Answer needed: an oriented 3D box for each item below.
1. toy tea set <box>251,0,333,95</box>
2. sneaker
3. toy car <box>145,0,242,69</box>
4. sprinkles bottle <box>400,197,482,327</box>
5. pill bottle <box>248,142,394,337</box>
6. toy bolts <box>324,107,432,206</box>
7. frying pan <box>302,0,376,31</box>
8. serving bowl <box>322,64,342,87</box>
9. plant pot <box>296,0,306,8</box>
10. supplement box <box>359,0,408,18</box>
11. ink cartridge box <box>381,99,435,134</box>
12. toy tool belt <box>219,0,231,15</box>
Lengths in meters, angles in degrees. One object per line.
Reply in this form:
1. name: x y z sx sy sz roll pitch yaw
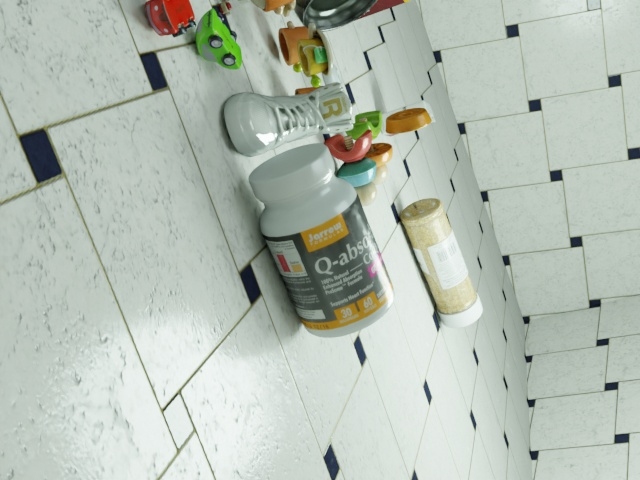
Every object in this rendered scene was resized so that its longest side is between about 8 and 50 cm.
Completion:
1. toy tea set: -0.070 -0.370 1.664 0.200 0.124 0.336 144 -72 -77
2. sneaker: -0.037 -0.212 1.473 0.292 0.169 0.108 -36 111 -70
3. toy car: -0.185 -0.329 1.314 0.225 0.053 0.239 53 28 -50
4. sprinkles bottle: 0.326 0.062 2.406 0.121 0.121 0.355 -73 144 -59
5. pill bottle: 0.000 0.000 1.411 0.162 0.162 0.278 -70 140 -62
6. toy bolts: 0.130 -0.175 1.932 0.228 0.218 0.159 -41 122 -51
7. frying pan: 0.062 -0.554 1.903 0.053 0.197 0.326 63 -24 16
8. serving bowl: 0.031 -0.367 2.038 0.083 0.027 0.083 -15 90 -73
9. plant pot: 0.009 -0.677 1.971 0.284 0.190 0.284 -16 90 -72
10. supplement box: 0.096 -0.651 2.203 0.191 0.194 0.129 29 48 -66
11. ink cartridge box: 0.235 -0.331 2.443 0.099 0.135 0.056 -8 82 -73
12. toy tool belt: -0.148 -0.424 1.507 0.052 0.051 0.083 37 41 -62
